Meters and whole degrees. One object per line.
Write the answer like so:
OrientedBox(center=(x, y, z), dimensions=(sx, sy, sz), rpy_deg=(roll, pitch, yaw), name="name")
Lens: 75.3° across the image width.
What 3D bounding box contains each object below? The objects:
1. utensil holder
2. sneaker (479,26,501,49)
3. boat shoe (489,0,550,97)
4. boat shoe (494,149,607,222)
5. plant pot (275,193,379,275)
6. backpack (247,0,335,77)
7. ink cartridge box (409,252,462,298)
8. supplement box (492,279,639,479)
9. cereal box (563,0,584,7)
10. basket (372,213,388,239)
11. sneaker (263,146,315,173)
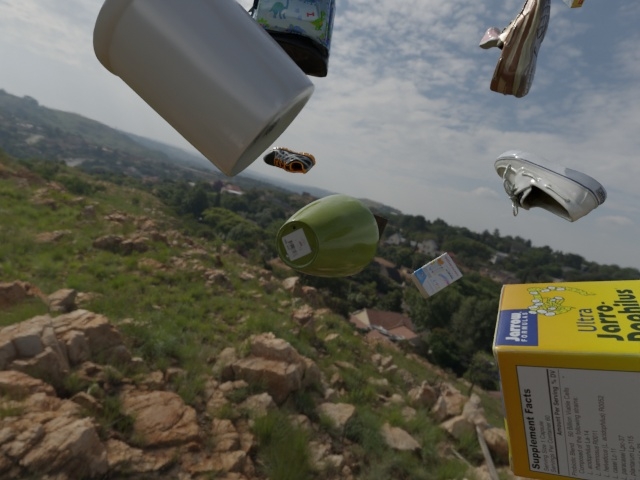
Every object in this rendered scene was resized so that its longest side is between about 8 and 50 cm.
OrientedBox(center=(-0.250, -0.389, 0.970), dimensions=(0.385, 0.327, 0.327), rpy_deg=(43, 4, -7), name="utensil holder")
OrientedBox(center=(0.616, -0.719, 1.456), dimensions=(0.051, 0.070, 0.134), rpy_deg=(22, 11, -19), name="sneaker")
OrientedBox(center=(0.556, -0.568, 1.161), dimensions=(0.117, 0.324, 0.123), rpy_deg=(16, 3, 33), name="boat shoe")
OrientedBox(center=(0.600, -0.141, 1.189), dimensions=(0.136, 0.156, 0.367), rpy_deg=(48, 2, -35), name="boat shoe")
OrientedBox(center=(0.000, 0.000, 1.247), dimensions=(0.275, 0.274, 0.293), rpy_deg=(19, 14, 23), name="plant pot")
OrientedBox(center=(-0.074, -0.748, 1.311), dimensions=(0.290, 0.355, 0.273), rpy_deg=(15, -14, -1), name="backpack")
OrientedBox(center=(0.377, 0.109, 1.333), dimensions=(0.092, 0.143, 0.090), rpy_deg=(58, -3, 12), name="ink cartridge box")
OrientedBox(center=(0.422, 0.173, 0.515), dimensions=(0.357, 0.194, 0.195), rpy_deg=(-5, 17, 28), name="supplement box")
OrientedBox(center=(0.864, -0.946, 1.429), dimensions=(0.048, 0.240, 0.173), rpy_deg=(-8, -33, -4), name="cereal box")
OrientedBox(center=(0.195, -0.012, 1.870), dimensions=(0.154, 0.226, 0.204), rpy_deg=(18, 4, -9), name="basket")
OrientedBox(center=(-0.131, -0.310, 1.636), dimensions=(0.215, 0.084, 0.083), rpy_deg=(8, 48, 17), name="sneaker")
